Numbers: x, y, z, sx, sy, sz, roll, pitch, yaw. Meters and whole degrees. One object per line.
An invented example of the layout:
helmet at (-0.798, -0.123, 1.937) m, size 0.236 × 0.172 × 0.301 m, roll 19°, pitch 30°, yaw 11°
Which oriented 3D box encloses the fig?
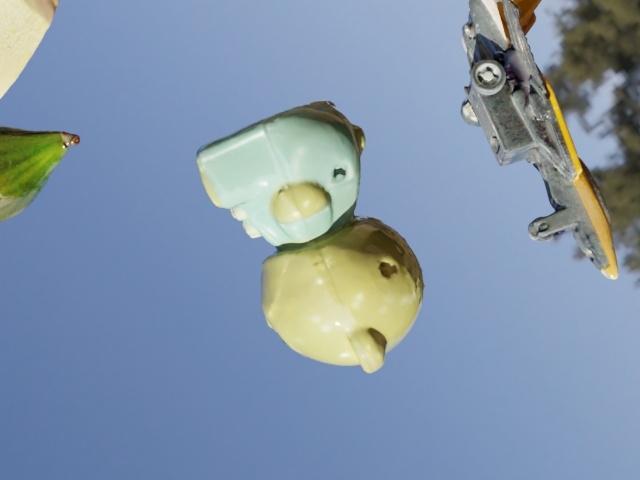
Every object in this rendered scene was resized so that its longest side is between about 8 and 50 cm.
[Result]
fig at (-0.359, -0.089, 1.634) m, size 0.117 × 0.177 × 0.117 m, roll -23°, pitch -90°, yaw -89°

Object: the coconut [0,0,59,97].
coconut at (-0.284, -0.180, 0.937) m, size 0.237 × 0.237 × 0.197 m, roll 32°, pitch -121°, yaw -41°

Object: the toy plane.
toy plane at (0.208, -0.100, 1.388) m, size 0.204 × 0.103 × 0.316 m, roll 90°, pitch 166°, yaw -72°

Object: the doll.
doll at (0.000, 0.000, 1.369) m, size 0.177 × 0.161 × 0.261 m, roll -81°, pitch -33°, yaw -86°
